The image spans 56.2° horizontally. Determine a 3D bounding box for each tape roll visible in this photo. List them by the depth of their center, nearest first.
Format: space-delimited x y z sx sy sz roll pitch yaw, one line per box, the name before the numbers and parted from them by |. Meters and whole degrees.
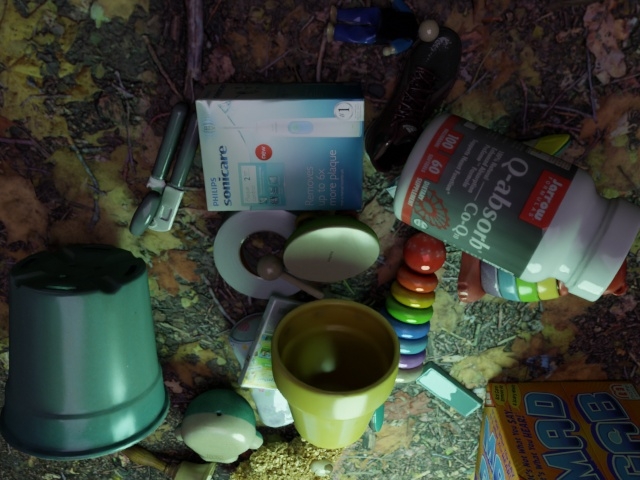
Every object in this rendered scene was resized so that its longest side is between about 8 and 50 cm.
tape roll | -0.110 0.014 1.253 0.219 0.072 0.219 0 117 1

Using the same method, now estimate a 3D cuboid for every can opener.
can opener | -0.295 -0.130 1.174 0.074 0.093 0.280 22 111 -10

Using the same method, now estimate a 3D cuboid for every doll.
doll | 0.110 -0.373 1.035 0.189 0.129 0.046 8 162 7

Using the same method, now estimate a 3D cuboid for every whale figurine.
whale figurine | -0.247 0.461 1.478 0.216 0.141 0.272 7 142 -3

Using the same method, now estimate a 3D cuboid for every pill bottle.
pill bottle | 0.326 -0.057 1.018 0.363 0.210 0.210 27 118 17

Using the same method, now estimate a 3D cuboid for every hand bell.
hand bell | -0.407 0.590 1.559 0.242 0.126 0.126 22 117 2

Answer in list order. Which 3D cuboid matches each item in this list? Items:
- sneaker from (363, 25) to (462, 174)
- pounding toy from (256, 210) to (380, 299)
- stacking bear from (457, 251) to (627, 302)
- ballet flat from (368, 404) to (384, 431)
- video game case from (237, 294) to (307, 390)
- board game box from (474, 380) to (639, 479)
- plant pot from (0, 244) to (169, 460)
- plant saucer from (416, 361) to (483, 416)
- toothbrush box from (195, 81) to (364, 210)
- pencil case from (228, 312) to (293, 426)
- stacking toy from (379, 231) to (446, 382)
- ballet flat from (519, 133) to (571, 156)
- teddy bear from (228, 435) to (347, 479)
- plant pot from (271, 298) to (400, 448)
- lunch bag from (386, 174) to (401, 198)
sneaker | 0.174 -0.233 1.067 0.107 0.162 0.281 23 116 -11
pounding toy | 0.000 0.000 1.166 0.183 0.110 0.237 21 136 -33
stacking bear | 0.431 0.045 1.155 0.289 0.164 0.175 2 83 29
ballet flat | 0.119 0.380 1.454 0.074 0.074 0.203 -2 124 2
video game case | -0.046 0.236 1.317 0.227 0.026 0.206 17 99 -34
board game box | 0.583 0.580 1.384 0.357 0.356 0.356 -1 118 2
plant pot | -0.485 0.205 1.231 0.341 0.341 0.334 5 110 -2
plant saucer | 0.314 0.369 1.468 0.192 0.018 0.067 38 112 -18
toothbrush box | -0.068 -0.177 1.122 0.296 0.126 0.216 1 118 1
pencil case | -0.117 0.300 1.382 0.124 0.113 0.273 -19 117 -4
stacking toy | 0.189 0.134 1.293 0.141 0.141 0.330 9 111 -4
ballet flat | 0.373 -0.143 1.168 0.077 0.077 0.231 46 112 -3
teddy bear | -0.079 0.594 1.540 0.338 0.113 0.245 -21 118 11
plant pot | 0.027 0.289 1.229 0.254 0.254 0.238 1 128 0
lunch bag | 0.185 -0.100 1.201 0.083 0.053 0.071 -30 112 24
